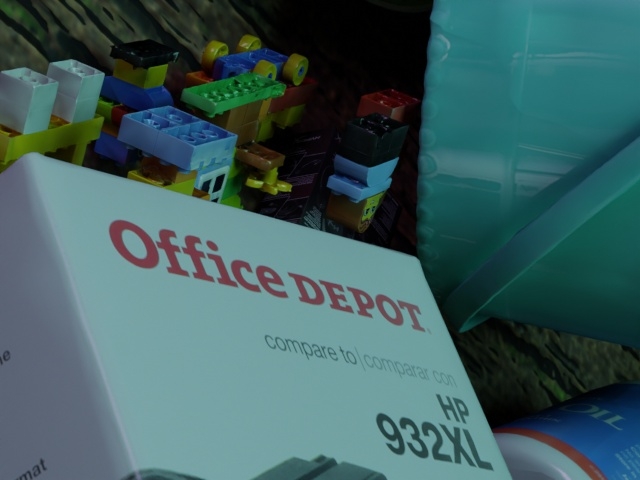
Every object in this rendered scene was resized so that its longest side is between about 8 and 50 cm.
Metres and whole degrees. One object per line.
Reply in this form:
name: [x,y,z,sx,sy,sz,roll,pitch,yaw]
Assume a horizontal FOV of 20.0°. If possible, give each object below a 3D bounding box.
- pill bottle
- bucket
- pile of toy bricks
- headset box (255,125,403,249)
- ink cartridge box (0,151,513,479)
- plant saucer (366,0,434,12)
pill bottle: [0.147,0.138,0.922,0.221,0.124,0.124,-10,91,-54]
bucket: [0.153,-0.073,0.850,0.281,0.183,0.281,7,90,-79]
pile of toy bricks: [-0.047,-0.014,0.732,0.212,0.118,0.105,-22,133,-62]
headset box: [0.000,0.000,0.833,0.062,0.032,0.083,47,49,-36]
ink cartridge box: [-0.017,0.144,0.600,0.223,0.129,0.307,15,45,-51]
plant saucer: [0.012,-0.227,0.894,0.241,0.037,0.241,14,72,-51]
